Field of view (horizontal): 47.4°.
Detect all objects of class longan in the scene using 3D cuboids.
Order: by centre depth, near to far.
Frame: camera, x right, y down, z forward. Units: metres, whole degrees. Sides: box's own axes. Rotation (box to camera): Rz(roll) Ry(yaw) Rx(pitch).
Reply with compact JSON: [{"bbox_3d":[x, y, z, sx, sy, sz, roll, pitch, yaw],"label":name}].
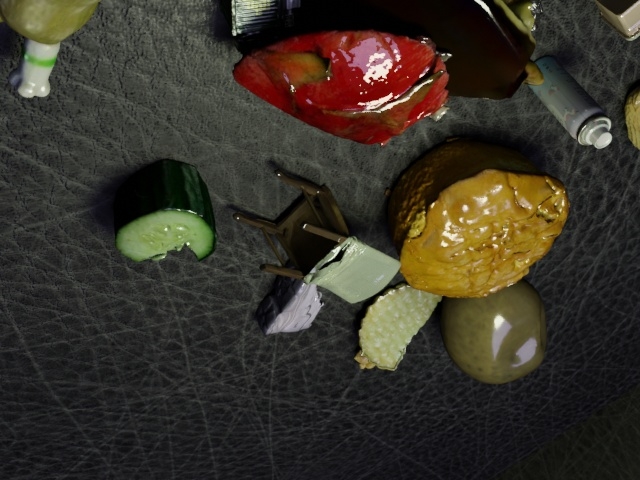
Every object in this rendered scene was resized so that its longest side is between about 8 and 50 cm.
[{"bbox_3d":[0.451,0.219,1.909,0.289,0.288,0.350,-19,129,-7],"label":"longan"}]

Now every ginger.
[{"bbox_3d":[0.169,-0.382,1.168,0.359,0.211,0.413,2,155,37],"label":"ginger"},{"bbox_3d":[0.163,0.270,1.977,0.176,0.052,0.193,-27,139,4],"label":"ginger"}]

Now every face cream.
[{"bbox_3d":[0.482,-0.263,1.406,0.075,0.229,0.075,-14,139,-12],"label":"face cream"}]

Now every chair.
[{"bbox_3d":[0.000,0.000,1.493,0.160,0.186,0.319,-44,144,20],"label":"chair"}]

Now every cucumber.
[{"bbox_3d":[-0.288,-0.045,1.348,0.191,0.130,0.191,-10,138,-9],"label":"cucumber"}]

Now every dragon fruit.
[{"bbox_3d":[0.058,-0.232,1.141,0.344,0.100,0.282,16,152,-35],"label":"dragon fruit"}]

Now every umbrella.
[{"bbox_3d":[0.384,-0.441,1.310,0.040,0.037,0.143,-22,142,-5],"label":"umbrella"}]

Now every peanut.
[{"bbox_3d":[0.733,-0.274,1.634,0.093,0.083,0.194,-30,140,6],"label":"peanut"}]

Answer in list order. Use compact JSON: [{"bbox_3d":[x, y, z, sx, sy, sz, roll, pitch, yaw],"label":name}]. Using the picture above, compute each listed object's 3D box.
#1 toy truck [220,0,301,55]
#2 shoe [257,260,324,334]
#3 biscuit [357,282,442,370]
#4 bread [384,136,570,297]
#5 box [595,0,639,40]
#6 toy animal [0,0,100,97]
[{"bbox_3d":[-0.086,-0.388,1.096,0.121,0.088,0.259,-13,138,-15],"label":"toy truck"},{"bbox_3d":[-0.043,0.133,1.698,0.138,0.095,0.245,3,137,-34],"label":"shoe"},{"bbox_3d":[0.188,0.208,1.893,0.187,0.036,0.273,25,106,-30],"label":"biscuit"},{"bbox_3d":[0.341,-0.038,1.602,0.399,0.215,0.398,-15,140,-13],"label":"bread"},{"bbox_3d":[0.568,-0.437,1.348,0.089,0.122,0.062,-41,127,19],"label":"box"},{"bbox_3d":[-0.346,-0.355,0.957,0.363,0.180,0.181,-25,139,37],"label":"toy animal"}]
